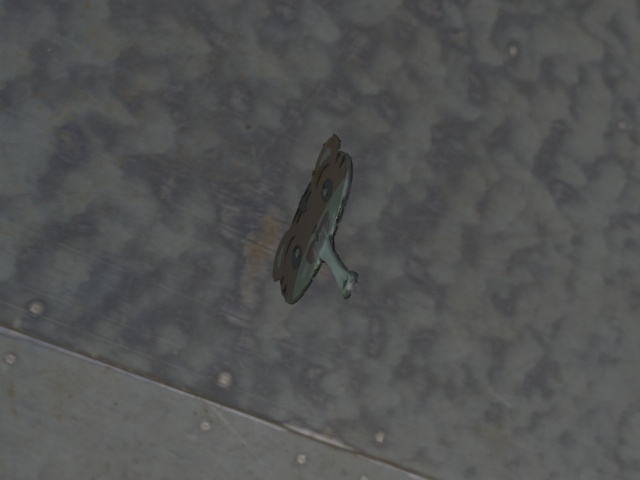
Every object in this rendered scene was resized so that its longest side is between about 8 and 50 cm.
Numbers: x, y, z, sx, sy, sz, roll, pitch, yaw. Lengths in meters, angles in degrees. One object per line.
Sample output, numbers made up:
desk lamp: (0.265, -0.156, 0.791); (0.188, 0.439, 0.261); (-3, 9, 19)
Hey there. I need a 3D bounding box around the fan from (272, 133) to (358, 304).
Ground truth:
fan: (0.000, 0.000, 0.803); (0.008, 0.226, 0.152); (20, 105, -17)
